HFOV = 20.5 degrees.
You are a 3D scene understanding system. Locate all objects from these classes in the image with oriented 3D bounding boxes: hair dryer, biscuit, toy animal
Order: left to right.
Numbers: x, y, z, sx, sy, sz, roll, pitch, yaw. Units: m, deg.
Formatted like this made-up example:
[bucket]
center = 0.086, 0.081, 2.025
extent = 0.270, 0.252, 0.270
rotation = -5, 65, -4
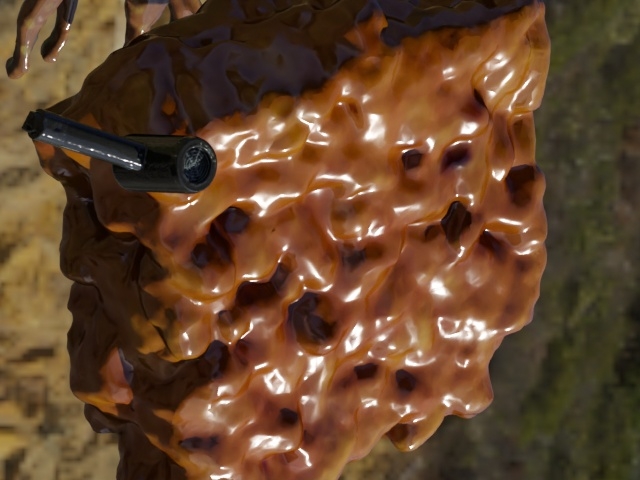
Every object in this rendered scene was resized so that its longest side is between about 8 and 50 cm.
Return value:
[toy animal]
center = -0.178, -0.201, 1.087
extent = 0.066, 0.224, 0.230
rotation = -94, -170, -47
[hair dryer]
center = -0.088, -0.041, 0.744
extent = 0.047, 0.083, 0.026
rotation = 2, -103, 47
[biscuit]
center = 0.000, 0.000, 1.016
extent = 0.110, 0.318, 0.312
rotation = 31, -48, 45
